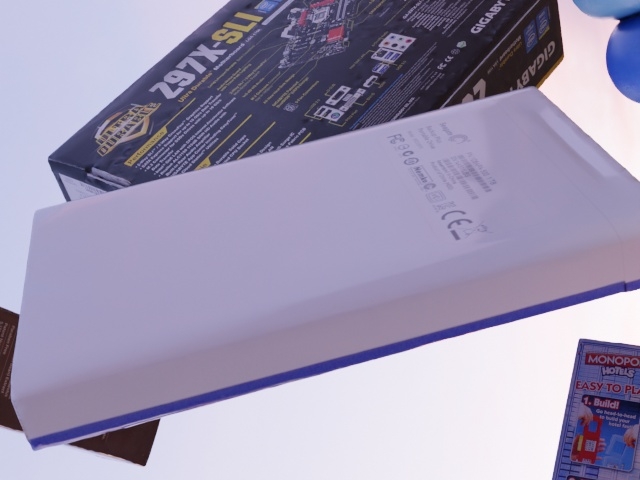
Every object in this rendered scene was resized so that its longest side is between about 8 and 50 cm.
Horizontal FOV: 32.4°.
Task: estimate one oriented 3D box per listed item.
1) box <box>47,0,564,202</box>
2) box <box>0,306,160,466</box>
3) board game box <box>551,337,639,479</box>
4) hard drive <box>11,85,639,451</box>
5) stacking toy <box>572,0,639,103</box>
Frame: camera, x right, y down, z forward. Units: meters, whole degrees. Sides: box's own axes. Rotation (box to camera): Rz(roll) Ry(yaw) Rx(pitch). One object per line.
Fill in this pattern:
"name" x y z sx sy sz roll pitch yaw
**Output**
"box" -0.004 -0.103 0.838 0.322 0.257 0.079 -48 -42 -29
"box" -0.391 0.170 1.385 0.381 0.191 0.143 29 -110 -48
"board game box" 0.193 0.171 0.731 0.194 0.060 0.194 33 -114 -64
"hard drive" 0.000 0.000 0.602 0.210 0.318 0.040 -111 8 -62
"stacking toy" 0.178 -0.040 0.402 0.141 0.141 0.330 -31 -78 -64
